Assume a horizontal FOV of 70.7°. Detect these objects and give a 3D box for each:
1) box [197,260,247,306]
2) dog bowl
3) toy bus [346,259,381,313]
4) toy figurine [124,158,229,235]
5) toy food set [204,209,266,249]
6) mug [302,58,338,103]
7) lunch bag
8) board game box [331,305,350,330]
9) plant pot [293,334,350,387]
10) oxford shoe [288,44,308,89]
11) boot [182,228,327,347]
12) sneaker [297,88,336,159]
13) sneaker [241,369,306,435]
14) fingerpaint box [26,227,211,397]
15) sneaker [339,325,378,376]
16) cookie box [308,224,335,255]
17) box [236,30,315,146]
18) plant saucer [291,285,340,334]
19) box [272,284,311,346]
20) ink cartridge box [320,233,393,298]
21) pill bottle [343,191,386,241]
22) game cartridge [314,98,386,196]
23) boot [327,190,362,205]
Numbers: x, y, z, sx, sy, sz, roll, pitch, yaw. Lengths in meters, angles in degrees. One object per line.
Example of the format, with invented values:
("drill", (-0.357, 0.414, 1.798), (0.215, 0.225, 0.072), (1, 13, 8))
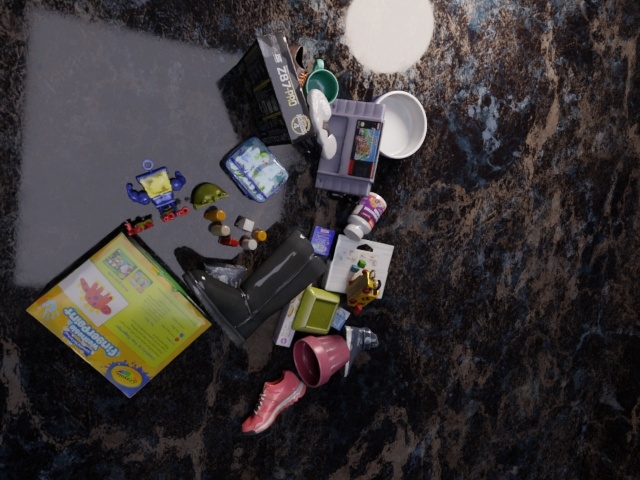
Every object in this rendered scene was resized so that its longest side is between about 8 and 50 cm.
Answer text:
("box", (-0.371, 0.168, 1.701), (0.158, 0.093, 0.156), (7, 96, -21))
("dog bowl", (0.296, -0.469, 1.848), (0.265, 0.104, 0.265), (-4, 101, -21))
("toy bus", (0.188, 0.192, 1.808), (0.104, 0.202, 0.191), (17, 98, -23))
("toy figurine", (-0.522, -0.185, 1.537), (0.362, 0.191, 0.217), (-26, 102, -17))
("toy food set", (-0.328, -0.031, 1.700), (0.232, 0.104, 0.111), (23, 76, -41))
("mug", (-0.003, -0.585, 1.713), (0.129, 0.097, 0.158), (29, 87, -23))
("lunch bag", (-0.242, -0.259, 1.682), (0.176, 0.090, 0.219), (-41, 110, -7))
("board game box", (0.069, 0.329, 1.940), (0.090, 0.020, 0.090), (34, 86, -23))
("plant pot", (0.013, 0.477, 1.863), (0.180, 0.201, 0.201), (-14, 105, -35))
("oxford shoe", (-0.098, -0.579, 1.637), (0.097, 0.098, 0.271), (0, 85, -63))
("boot", (-0.221, 0.116, 1.621), (0.445, 0.146, 0.367), (-39, 129, -15))
("sneaker", (-0.038, -0.429, 1.677), (0.101, 0.153, 0.269), (-45, 135, -33))
("sneaker", (-0.215, 0.656, 1.852), (0.314, 0.116, 0.136), (-38, 100, -19))
("fingerpaint box", (-0.671, 0.245, 1.557), (0.371, 0.163, 0.445), (-43, 111, -11))
("sneaker", (0.169, 0.488, 1.971), (0.163, 0.086, 0.226), (6, 96, -20))
("cookie box", (0.000, 0.000, 1.845), (0.091, 0.040, 0.107), (16, 93, -23))
("box", (-0.162, -0.480, 1.509), (0.097, 0.395, 0.318), (-24, 106, -14))
("plant saucer", (-0.006, 0.297, 1.844), (0.188, 0.045, 0.188), (19, 91, -38))
("box", (-0.109, 0.269, 1.836), (0.067, 0.063, 0.324), (20, 91, -23))
("ink cartridge box", (0.158, 0.111, 1.918), (0.275, 0.060, 0.239), (12, 93, -22))
("pill bottle", (0.178, -0.093, 1.842), (0.108, 0.108, 0.193), (44, 68, -22))
("game cartridge", (0.117, -0.361, 1.752), (0.230, 0.068, 0.355), (12, 96, 22))
("boot", (0.099, -0.175, 1.823), (0.121, 0.099, 0.045), (16, 92, -23))
